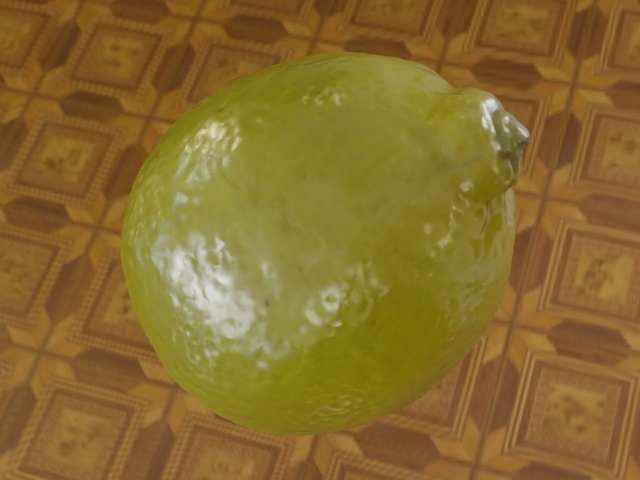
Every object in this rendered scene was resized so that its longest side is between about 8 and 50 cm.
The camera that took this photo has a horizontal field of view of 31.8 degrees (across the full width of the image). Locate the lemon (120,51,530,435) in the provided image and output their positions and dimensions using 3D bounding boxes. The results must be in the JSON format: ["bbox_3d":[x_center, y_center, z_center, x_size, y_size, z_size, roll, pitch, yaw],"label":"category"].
[{"bbox_3d":[0.000,0.000,0.555,0.184,0.248,0.184,17,56,-27],"label":"lemon"}]
